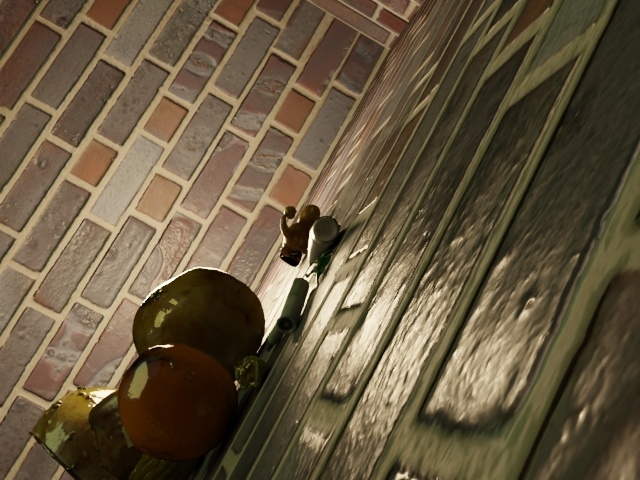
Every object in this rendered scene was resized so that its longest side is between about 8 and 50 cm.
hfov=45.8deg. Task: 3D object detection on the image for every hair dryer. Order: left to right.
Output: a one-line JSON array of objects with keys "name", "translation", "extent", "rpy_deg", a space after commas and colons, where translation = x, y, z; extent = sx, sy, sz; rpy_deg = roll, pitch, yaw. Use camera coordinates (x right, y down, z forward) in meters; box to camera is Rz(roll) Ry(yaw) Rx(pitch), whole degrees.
[{"name": "hair dryer", "translation": [-0.081, 0.182, 1.530], "extent": [0.183, 0.044, 0.155], "rpy_deg": [-63, 2, 27]}]

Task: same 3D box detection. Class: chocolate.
[{"name": "chocolate", "translation": [-0.058, 0.003, 2.160], "extent": [0.072, 0.070, 0.147], "rpy_deg": [-2, 54, 51]}]

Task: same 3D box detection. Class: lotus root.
[{"name": "lotus root", "translation": [-0.431, 0.514, 2.084], "extent": [0.250, 0.316, 0.316], "rpy_deg": [-35, 18, 31]}]

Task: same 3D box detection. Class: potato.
[{"name": "potato", "translation": [-0.632, 0.615, 2.309], "extent": [0.319, 0.442, 0.385], "rpy_deg": [-48, -13, -26]}]

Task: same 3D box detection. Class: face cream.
[{"name": "face cream", "translation": [0.000, 0.000, 1.660], "extent": [0.243, 0.058, 0.092], "rpy_deg": [116, 176, -79]}]

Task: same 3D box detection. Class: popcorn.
[{"name": "popcorn", "translation": [-0.133, 0.256, 1.486], "extent": [0.083, 0.068, 0.059], "rpy_deg": [-140, 35, -62]}]

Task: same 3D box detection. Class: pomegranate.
[{"name": "pomegranate", "translation": [-0.302, 0.231, 1.907], "extent": [0.332, 0.333, 0.332], "rpy_deg": [-59, 5, 9]}]

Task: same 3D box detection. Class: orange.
[{"name": "orange", "translation": [-0.293, 0.329, 1.567], "extent": [0.246, 0.246, 0.246], "rpy_deg": [-59, 5, 9]}]

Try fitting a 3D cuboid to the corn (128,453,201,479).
[{"name": "corn", "translation": [-0.378, 0.552, 1.828], "extent": [0.344, 0.131, 0.131], "rpy_deg": [-55, 7, 45]}]

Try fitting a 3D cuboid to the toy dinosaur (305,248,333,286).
[{"name": "toy dinosaur", "translation": [0.000, 0.054, 1.502], "extent": [0.060, 0.029, 0.119], "rpy_deg": [-42, 13, 20]}]

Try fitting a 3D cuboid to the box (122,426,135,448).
[{"name": "box", "translation": [-0.357, 0.439, 1.842], "extent": [0.141, 0.058, 0.201], "rpy_deg": [-38, -25, 29]}]

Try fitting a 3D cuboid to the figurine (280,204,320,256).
[{"name": "figurine", "translation": [-0.057, -0.047, 2.070], "extent": [0.121, 0.122, 0.176], "rpy_deg": [-12, 29, 36]}]
